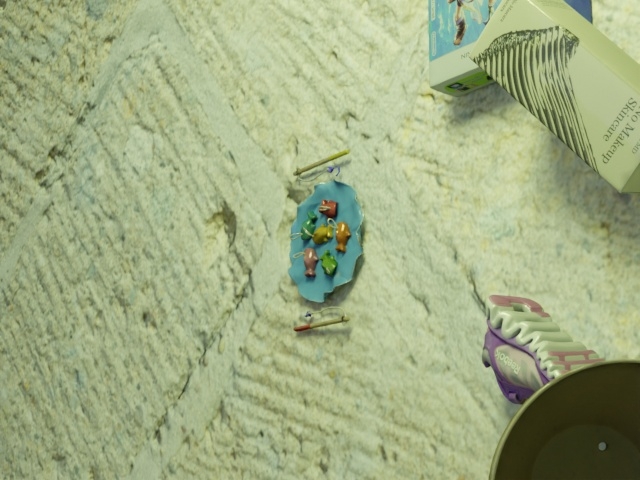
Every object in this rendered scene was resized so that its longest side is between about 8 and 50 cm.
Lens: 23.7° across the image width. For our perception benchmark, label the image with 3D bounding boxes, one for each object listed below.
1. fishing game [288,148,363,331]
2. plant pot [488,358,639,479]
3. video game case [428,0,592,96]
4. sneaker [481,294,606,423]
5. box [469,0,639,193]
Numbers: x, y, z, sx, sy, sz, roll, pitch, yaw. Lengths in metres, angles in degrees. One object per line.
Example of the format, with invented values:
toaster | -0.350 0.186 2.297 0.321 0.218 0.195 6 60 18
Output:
fishing game | 0.000 0.000 2.244 0.189 0.041 0.264 -13 71 53
plant pot | 0.307 0.269 1.630 0.191 0.284 0.284 119 158 -84
video game case | 0.243 -0.352 2.008 0.244 0.061 0.270 -18 67 48
sneaker | 0.266 0.161 1.826 0.236 0.095 0.105 47 124 52
box | 0.311 -0.179 1.794 0.275 0.094 0.113 46 119 31
